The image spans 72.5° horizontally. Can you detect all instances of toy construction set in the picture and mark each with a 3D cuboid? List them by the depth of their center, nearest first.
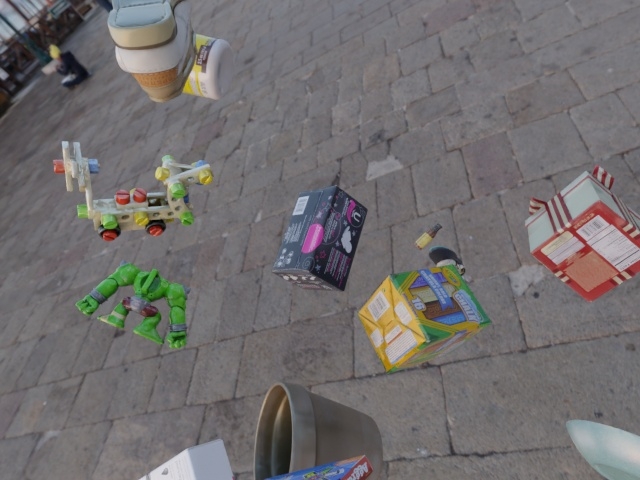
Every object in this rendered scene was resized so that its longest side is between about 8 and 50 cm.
[{"bbox_3d":[-0.420,-0.109,0.991,0.215,0.327,0.151,119,149,-45],"label":"toy construction set"}]

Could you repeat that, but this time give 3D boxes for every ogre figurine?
[{"bbox_3d":[-0.329,0.116,0.817,0.196,0.097,0.118,17,68,11],"label":"ogre figurine"}]

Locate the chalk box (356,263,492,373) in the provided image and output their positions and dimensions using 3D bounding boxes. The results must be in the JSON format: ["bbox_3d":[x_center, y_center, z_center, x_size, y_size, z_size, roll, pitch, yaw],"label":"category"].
[{"bbox_3d":[0.274,0.185,1.083,0.180,0.288,0.179,-58,48,43],"label":"chalk box"}]

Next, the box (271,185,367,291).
[{"bbox_3d":[0.000,0.000,1.183,0.163,0.142,0.247,-4,61,48],"label":"box"}]

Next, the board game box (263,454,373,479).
[{"bbox_3d":[-0.060,0.382,0.632,0.281,0.145,0.027,-41,75,42],"label":"board game box"}]

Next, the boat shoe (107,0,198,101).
[{"bbox_3d":[-0.242,-0.306,0.645,0.113,0.103,0.302,-7,43,-3],"label":"boat shoe"}]

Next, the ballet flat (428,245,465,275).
[{"bbox_3d":[0.406,0.074,1.376,0.074,0.203,0.074,-14,66,33],"label":"ballet flat"}]

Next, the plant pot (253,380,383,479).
[{"bbox_3d":[-0.001,0.553,1.161,0.323,0.280,0.324,-168,90,-69],"label":"plant pot"}]

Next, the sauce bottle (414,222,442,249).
[{"bbox_3d":[0.432,-0.017,1.743,0.128,0.042,0.042,-44,39,14],"label":"sauce bottle"}]

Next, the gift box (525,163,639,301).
[{"bbox_3d":[0.738,-0.039,1.220,0.255,0.276,0.258,-44,3,33],"label":"gift box"}]

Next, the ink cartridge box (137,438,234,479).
[{"bbox_3d":[-0.286,0.548,0.903,0.237,0.100,0.172,-38,62,24],"label":"ink cartridge box"}]

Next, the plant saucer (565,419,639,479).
[{"bbox_3d":[0.418,0.304,0.567,0.194,0.195,0.037,16,63,44],"label":"plant saucer"}]

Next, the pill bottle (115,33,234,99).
[{"bbox_3d":[-0.294,-0.365,0.888,0.214,0.117,0.117,13,56,5],"label":"pill bottle"}]
